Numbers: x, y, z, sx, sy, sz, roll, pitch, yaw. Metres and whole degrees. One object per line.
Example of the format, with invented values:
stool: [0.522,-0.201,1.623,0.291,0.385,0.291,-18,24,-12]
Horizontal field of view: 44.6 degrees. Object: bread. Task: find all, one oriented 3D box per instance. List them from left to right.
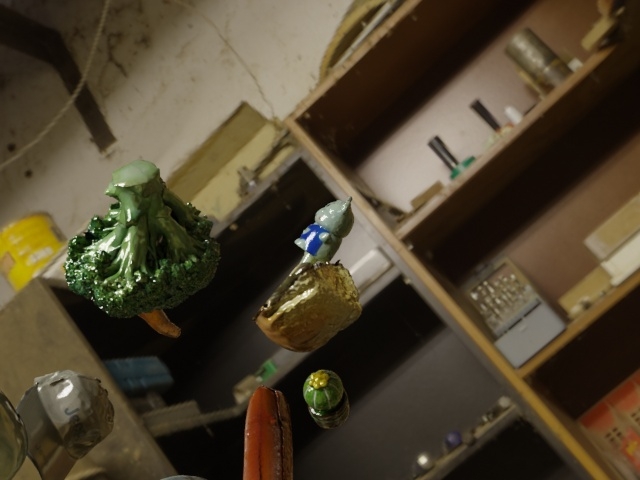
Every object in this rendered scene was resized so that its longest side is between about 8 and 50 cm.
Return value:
bread: [-0.028,0.148,1.672,0.204,0.162,0.262,-38,-12,19]

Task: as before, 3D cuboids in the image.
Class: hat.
hat: [-0.523,0.394,1.643,0.149,0.214,0.244,-25,20,-5]

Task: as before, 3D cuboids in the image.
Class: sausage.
sausage: [-0.098,0.403,1.459,0.102,0.102,0.330,-47,24,25]

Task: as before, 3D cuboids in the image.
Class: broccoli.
broccoli: [-0.288,0.002,1.287,0.270,0.270,0.270,-29,-42,-36]

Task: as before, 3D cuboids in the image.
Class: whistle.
whistle: [0.000,0.000,1.769,0.244,0.092,0.110,-55,8,0]

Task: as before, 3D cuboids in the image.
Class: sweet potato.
sweet potato: [-0.395,0.117,1.595,0.057,0.265,0.057,-61,-3,-5]

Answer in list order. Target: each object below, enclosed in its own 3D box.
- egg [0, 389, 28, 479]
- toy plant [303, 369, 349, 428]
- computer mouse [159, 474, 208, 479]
egg: [-0.458,0.224,0.871,0.253,0.186,0.186,18,-50,-29]
toy plant: [0.012,0.348,1.734,0.093,0.093,0.162,-35,-41,-18]
computer mouse: [-0.113,0.344,0.674,0.197,0.095,0.330,-52,-45,-39]
